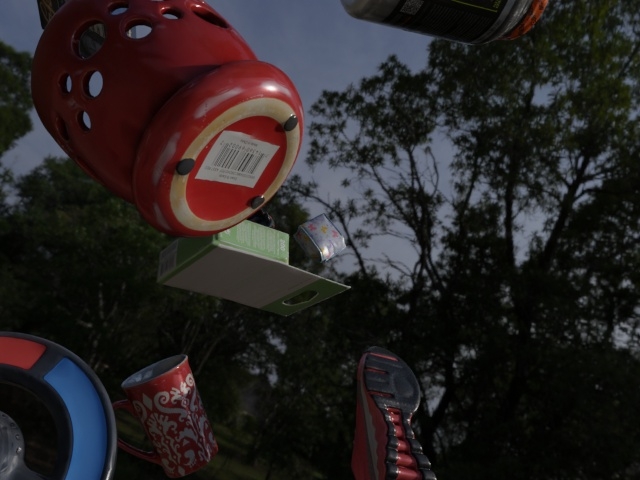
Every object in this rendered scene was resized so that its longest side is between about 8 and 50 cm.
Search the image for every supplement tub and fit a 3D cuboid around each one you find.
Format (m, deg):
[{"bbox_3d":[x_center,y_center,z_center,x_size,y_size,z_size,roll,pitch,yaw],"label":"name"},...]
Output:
[{"bbox_3d":[0.217,-0.462,0.902,0.337,0.207,0.207,3,-18,-24],"label":"supplement tub"}]

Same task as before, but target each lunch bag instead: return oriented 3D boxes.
[{"bbox_3d":[0.000,0.000,1.015,0.083,0.071,0.053,49,-36,13],"label":"lunch bag"}]

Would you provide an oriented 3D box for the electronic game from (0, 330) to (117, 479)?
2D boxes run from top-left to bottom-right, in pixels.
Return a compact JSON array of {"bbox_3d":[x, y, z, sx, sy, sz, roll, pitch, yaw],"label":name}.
[{"bbox_3d":[-0.278,0.171,0.399,0.229,0.229,0.048,22,-43,2],"label":"electronic game"}]

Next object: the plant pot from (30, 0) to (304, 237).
[{"bbox_3d":[-0.126,-0.107,0.465,0.174,0.191,0.191,44,-18,24],"label":"plant pot"}]

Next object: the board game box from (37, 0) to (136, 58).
[{"bbox_3d":[-0.305,-0.354,0.658,0.165,0.042,0.243,35,-42,18],"label":"board game box"}]

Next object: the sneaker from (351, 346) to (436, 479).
[{"bbox_3d":[0.089,0.318,0.854,0.115,0.314,0.136,23,-53,-20],"label":"sneaker"}]

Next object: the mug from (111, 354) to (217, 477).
[{"bbox_3d":[-0.261,0.298,0.868,0.150,0.169,0.113,-21,6,6],"label":"mug"}]

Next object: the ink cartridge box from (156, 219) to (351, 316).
[{"bbox_3d":[-0.097,0.044,0.769,0.235,0.056,0.171,19,-33,-35],"label":"ink cartridge box"}]

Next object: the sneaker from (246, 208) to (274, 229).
[{"bbox_3d":[-0.184,-0.029,1.138,0.276,0.097,0.135,38,-38,47],"label":"sneaker"}]
